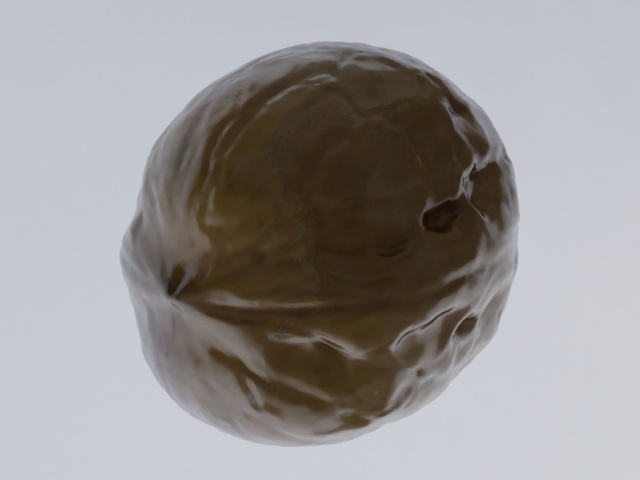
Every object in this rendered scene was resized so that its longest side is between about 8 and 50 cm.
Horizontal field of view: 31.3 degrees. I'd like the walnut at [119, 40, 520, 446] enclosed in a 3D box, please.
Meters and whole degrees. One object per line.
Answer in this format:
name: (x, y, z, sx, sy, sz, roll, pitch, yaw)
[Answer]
walnut: (0.000, 0.000, 0.569, 0.195, 0.195, 0.221, 49, -144, 10)
